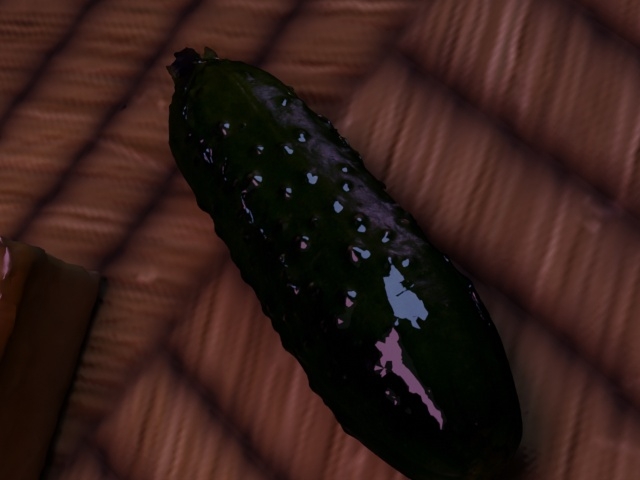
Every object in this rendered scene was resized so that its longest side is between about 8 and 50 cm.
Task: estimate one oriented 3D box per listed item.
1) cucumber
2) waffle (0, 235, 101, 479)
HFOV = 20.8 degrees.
[{"bbox_3d":[0.000,0.000,0.623,0.069,0.069,0.227,-44,51,9],"label":"cucumber"},{"bbox_3d":[-0.273,0.128,0.731,0.348,0.077,0.304,8,77,33],"label":"waffle"}]
